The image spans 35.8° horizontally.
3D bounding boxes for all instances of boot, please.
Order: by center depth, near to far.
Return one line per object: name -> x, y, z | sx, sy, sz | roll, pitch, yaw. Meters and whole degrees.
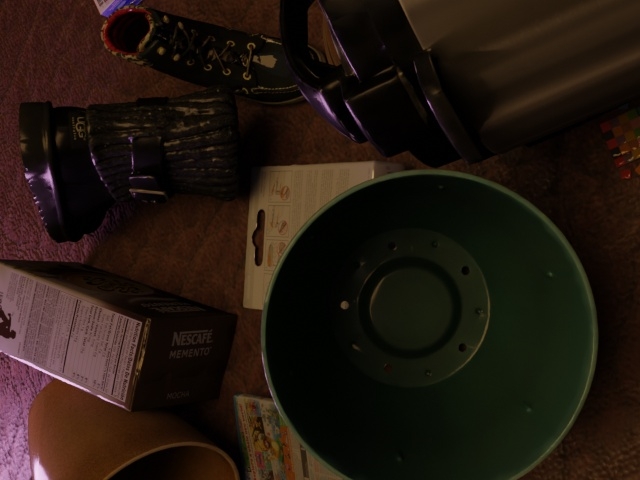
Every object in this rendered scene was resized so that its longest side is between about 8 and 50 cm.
boot -> -0.131, -0.225, 1.201 | 0.236, 0.179, 0.085 | 15, 95, 34
boot -> -0.232, -0.089, 1.278 | 0.260, 0.348, 0.131 | -7, 80, -10

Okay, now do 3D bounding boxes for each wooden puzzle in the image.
wooden puzzle -> 0.316, -0.105, 1.008 | 0.049, 0.006, 0.083 | -25, 74, 29

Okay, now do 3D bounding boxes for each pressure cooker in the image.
pressure cooker -> 0.150, -0.269, 0.860 | 0.421, 0.370, 0.375 | -22, 92, 19

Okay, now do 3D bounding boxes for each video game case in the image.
video game case -> -0.034, 0.250, 1.181 | 0.166, 0.015, 0.119 | 3, 104, 39

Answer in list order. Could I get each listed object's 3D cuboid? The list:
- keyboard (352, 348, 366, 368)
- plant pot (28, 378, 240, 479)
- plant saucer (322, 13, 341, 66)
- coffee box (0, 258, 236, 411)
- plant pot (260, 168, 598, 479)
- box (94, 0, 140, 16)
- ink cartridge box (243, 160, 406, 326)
keyboard -> 0.007, 0.185, 1.154 | 0.108, 0.023, 0.180 | 39, 124, 26
plant pot -> -0.266, 0.280, 1.253 | 0.254, 0.237, 0.237 | 39, 108, 44
plant saucer -> 0.114, -0.267, 1.130 | 0.278, 0.041, 0.277 | -2, 86, 32
coffee box -> -0.282, 0.114, 1.287 | 0.297, 0.168, 0.118 | 16, 96, 32
plant pot -> 0.096, 0.077, 0.972 | 0.293, 0.235, 0.292 | 0, 93, 1
box -> -0.299, -0.384, 1.411 | 0.081, 0.028, 0.136 | -38, 66, 25
ink cartridge box -> 0.000, 0.000, 1.194 | 0.232, 0.066, 0.189 | 3, 89, 54
